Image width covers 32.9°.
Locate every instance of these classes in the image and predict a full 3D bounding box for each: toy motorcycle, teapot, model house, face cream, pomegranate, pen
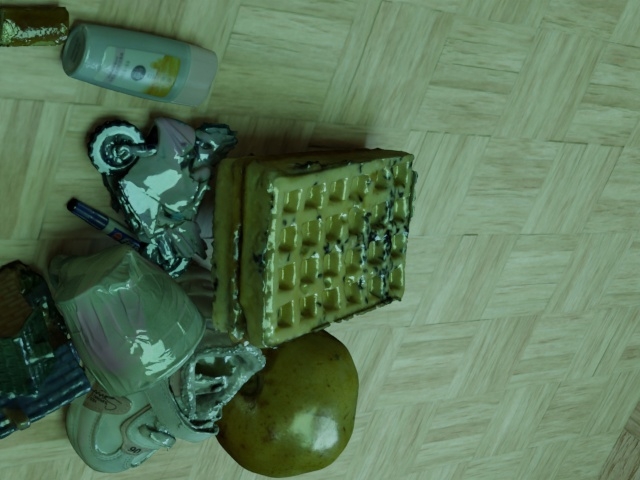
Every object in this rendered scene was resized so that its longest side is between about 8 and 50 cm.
[{"bbox_3d":[-0.186,-0.078,1.464,0.204,0.108,0.239,-30,137,-19],"label":"toy motorcycle"},{"bbox_3d":[-0.263,0.084,1.439,0.163,0.221,0.178,-33,112,-3],"label":"teapot"},{"bbox_3d":[-0.393,0.155,1.422,0.167,0.172,0.182,-26,134,-22],"label":"model house"},{"bbox_3d":[-0.223,-0.219,1.361,0.198,0.057,0.084,6,118,-43],"label":"face cream"},{"bbox_3d":[-0.056,0.248,1.723,0.264,0.264,0.264,-23,134,-26],"label":"pomegranate"},{"bbox_3d":[-0.275,-0.007,1.507,0.025,0.025,0.204,-50,139,3],"label":"pen"}]

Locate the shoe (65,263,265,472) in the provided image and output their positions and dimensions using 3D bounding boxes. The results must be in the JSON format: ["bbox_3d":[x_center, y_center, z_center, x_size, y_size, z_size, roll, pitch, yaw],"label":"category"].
[{"bbox_3d":[-0.232,0.219,1.592,0.172,0.198,0.351,18,107,-45],"label":"shoe"}]

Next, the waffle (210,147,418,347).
[{"bbox_3d":[0.000,0.000,1.572,0.376,0.114,0.260,-11,106,-54],"label":"waffle"}]

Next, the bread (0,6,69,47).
[{"bbox_3d":[-0.335,-0.249,1.258,0.083,0.036,0.046,-9,118,-35],"label":"bread"}]
